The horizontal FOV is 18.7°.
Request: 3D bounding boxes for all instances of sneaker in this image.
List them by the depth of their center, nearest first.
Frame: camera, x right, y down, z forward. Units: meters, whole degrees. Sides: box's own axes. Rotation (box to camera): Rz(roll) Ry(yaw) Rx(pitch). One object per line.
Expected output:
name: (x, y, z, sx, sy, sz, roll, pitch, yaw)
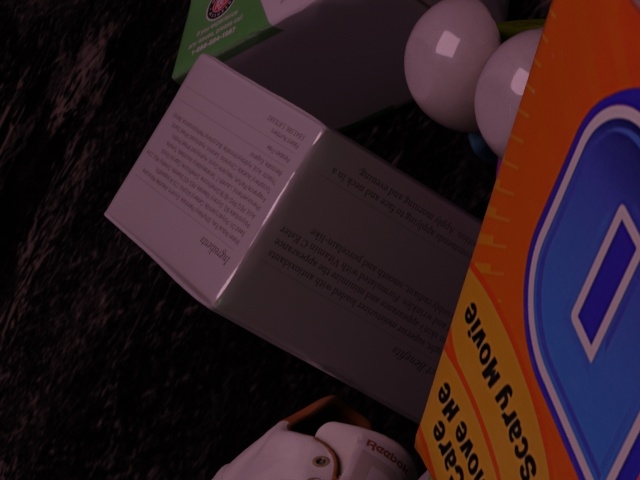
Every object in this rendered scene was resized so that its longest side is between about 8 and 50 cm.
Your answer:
sneaker: (-0.005, 0.162, 1.036, 0.123, 0.106, 0.290, -46, 18, 11)

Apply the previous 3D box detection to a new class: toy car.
toy car: (0.140, -0.062, 1.047, 0.182, 0.159, 0.136, -142, 47, -58)

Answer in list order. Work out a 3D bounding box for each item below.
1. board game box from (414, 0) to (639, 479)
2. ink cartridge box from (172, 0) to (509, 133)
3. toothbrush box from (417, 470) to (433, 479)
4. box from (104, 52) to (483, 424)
board game box: (0.278, 0.020, 0.440, 0.356, 0.356, 0.356, -116, 35, -53)
ink cartridge box: (0.029, -0.232, 1.336, 0.211, 0.121, 0.289, -23, 46, 44)
toothbrush box: (0.128, 0.131, 0.815, 0.283, 0.122, 0.206, -47, 10, 27)
box: (0.000, 0.000, 1.130, 0.119, 0.181, 0.182, -58, 32, 2)
